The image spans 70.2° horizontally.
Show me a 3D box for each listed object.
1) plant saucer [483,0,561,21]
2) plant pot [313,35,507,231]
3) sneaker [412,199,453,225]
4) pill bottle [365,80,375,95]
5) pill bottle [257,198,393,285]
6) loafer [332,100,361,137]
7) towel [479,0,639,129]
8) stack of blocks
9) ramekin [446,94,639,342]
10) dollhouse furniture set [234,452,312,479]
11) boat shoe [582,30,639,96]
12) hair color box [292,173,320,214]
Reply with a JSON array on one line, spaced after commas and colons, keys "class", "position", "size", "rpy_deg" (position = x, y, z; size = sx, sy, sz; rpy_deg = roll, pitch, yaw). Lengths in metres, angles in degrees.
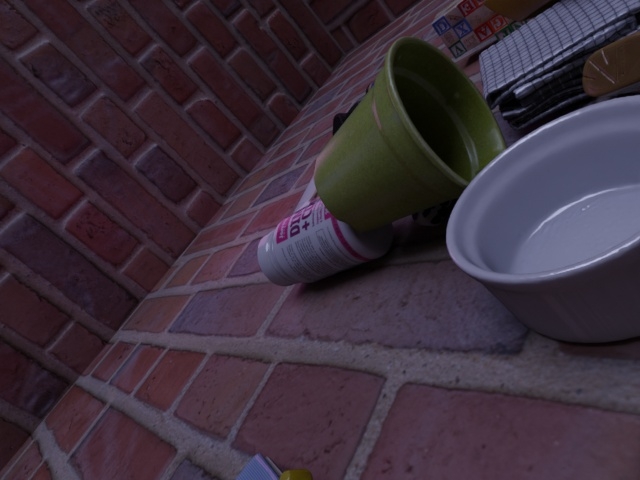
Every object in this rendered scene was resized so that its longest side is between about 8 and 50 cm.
[{"class": "plant saucer", "position": [0.558, -0.556, 0.925], "size": [0.332, 0.081, 0.333], "rpy_deg": [-19, 8, -2]}, {"class": "plant pot", "position": [0.130, -0.146, 0.779], "size": [0.254, 0.276, 0.276], "rpy_deg": [-33, 23, 45]}, {"class": "sneaker", "position": [0.233, -0.102, 0.883], "size": [0.170, 0.068, 0.071], "rpy_deg": [-48, 16, -9]}, {"class": "pill bottle", "position": [0.262, -0.494, 1.460], "size": [0.219, 0.123, 0.123], "rpy_deg": [-19, 33, 45]}, {"class": "pill bottle", "position": [0.000, 0.000, 0.980], "size": [0.283, 0.160, 0.160], "rpy_deg": [-25, 28, 41]}, {"class": "loafer", "position": [0.129, -0.357, 1.498], "size": [0.366, 0.130, 0.134], "rpy_deg": [-161, 74, -74]}, {"class": "towel", "position": [0.454, -0.343, 0.860], "size": [0.283, 0.121, 0.235], "rpy_deg": [-28, 28, 32]}, {"class": "stack of blocks", "position": [0.485, -0.637, 1.261], "size": [0.297, 0.171, 0.087], "rpy_deg": [-23, 30, 44]}, {"class": "ramekin", "position": [0.298, -0.019, 0.518], "size": [0.277, 0.135, 0.277], "rpy_deg": [-36, 22, 18]}, {"class": "dollhouse furniture set", "position": [-0.172, 0.362, 0.579], "size": [0.303, 0.198, 0.286], "rpy_deg": [-51, 22, -16]}, {"class": "boat shoe", "position": [0.512, -0.266, 0.628], "size": [0.277, 0.096, 0.098], "rpy_deg": [-168, 77, -71]}, {"class": "hair color box", "position": [0.067, -0.171, 1.249], "size": [0.185, 0.110, 0.339], "rpy_deg": [-25, 30, 38]}]
